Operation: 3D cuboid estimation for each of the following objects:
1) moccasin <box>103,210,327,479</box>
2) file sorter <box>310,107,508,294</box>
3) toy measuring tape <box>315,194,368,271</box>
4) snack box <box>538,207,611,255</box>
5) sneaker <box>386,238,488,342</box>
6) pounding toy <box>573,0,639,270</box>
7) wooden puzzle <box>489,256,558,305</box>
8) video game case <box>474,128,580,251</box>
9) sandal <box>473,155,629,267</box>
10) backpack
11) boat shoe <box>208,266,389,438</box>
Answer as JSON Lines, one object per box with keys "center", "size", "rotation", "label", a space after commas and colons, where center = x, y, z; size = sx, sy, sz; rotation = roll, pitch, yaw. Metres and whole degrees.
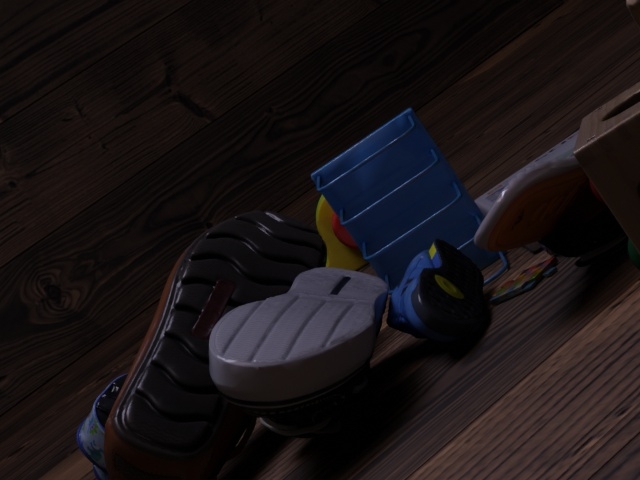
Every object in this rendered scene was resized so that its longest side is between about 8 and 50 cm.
{"center": [-0.090, 0.111, 1.595], "size": [0.380, 0.139, 0.147], "rotation": [-71, -3, -48], "label": "moccasin"}
{"center": [0.086, -0.019, 1.645], "size": [0.118, 0.170, 0.104], "rotation": [-34, 8, 5], "label": "file sorter"}
{"center": [0.000, 0.000, 2.267], "size": [0.330, 0.121, 0.121], "rotation": [-33, 6, 12], "label": "toy measuring tape"}
{"center": [0.264, -0.056, 1.524], "size": [0.178, 0.022, 0.064], "rotation": [-35, -28, -5], "label": "snack box"}
{"center": [0.094, 0.062, 1.497], "size": [0.082, 0.069, 0.209], "rotation": [-51, 3, 14], "label": "sneaker"}
{"center": [0.225, -0.068, 1.182], "size": [0.094, 0.181, 0.206], "rotation": [-33, 6, 17], "label": "pounding toy"}
{"center": [0.175, 0.035, 1.502], "size": [0.083, 0.006, 0.049], "rotation": [-29, 8, 45], "label": "wooden puzzle"}
{"center": [0.303, -0.100, 1.751], "size": [0.300, 0.036, 0.329], "rotation": [-34, 6, 1], "label": "video game case"}
{"center": [0.211, -0.019, 1.380], "size": [0.265, 0.076, 0.102], "rotation": [-22, -32, -53], "label": "sandal"}
{"center": [-0.167, 0.190, 1.621], "size": [0.084, 0.114, 0.105], "rotation": [-55, -6, 36], "label": "backpack"}
{"center": [-0.004, 0.107, 1.440], "size": [0.121, 0.119, 0.335], "rotation": [7, 10, 16], "label": "boat shoe"}
